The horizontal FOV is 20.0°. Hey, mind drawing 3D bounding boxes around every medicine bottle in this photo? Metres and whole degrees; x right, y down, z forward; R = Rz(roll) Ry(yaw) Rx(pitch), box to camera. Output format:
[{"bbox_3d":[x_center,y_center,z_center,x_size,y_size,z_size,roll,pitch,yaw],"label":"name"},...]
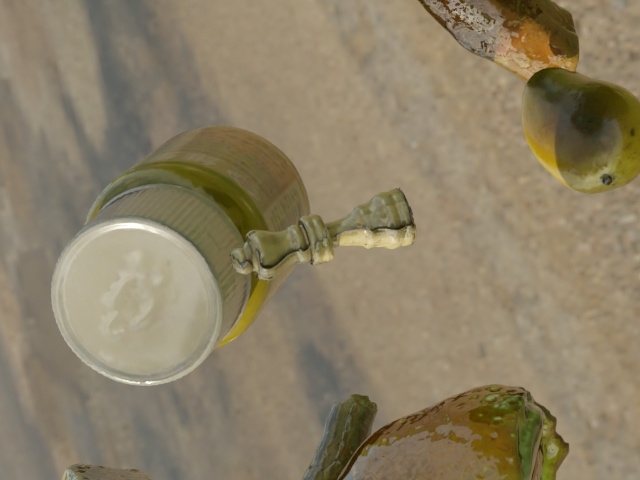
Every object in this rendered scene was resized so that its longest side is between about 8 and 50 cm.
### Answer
[{"bbox_3d":[-0.152,0.013,2.027,0.384,0.224,0.224,-56,-43,-71],"label":"medicine bottle"}]

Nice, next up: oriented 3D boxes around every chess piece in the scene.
[{"bbox_3d":[0.000,-0.001,1.680,0.060,0.172,0.060,164,90,-79],"label":"chess piece"}]

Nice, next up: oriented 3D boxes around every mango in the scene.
[{"bbox_3d":[0.241,-0.105,1.669,0.103,0.076,0.161,-51,44,9],"label":"mango"}]

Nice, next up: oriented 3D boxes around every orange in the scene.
[{"bbox_3d":[0.081,0.263,1.340,0.263,0.196,0.335,-87,15,-49],"label":"orange"}]

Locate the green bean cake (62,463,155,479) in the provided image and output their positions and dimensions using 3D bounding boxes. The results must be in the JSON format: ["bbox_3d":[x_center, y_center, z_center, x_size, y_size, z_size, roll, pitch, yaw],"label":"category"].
[{"bbox_3d":[-0.187,0.260,1.597,0.179,0.085,0.109,174,104,-78],"label":"green bean cake"}]

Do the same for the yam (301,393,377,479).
[{"bbox_3d":[-0.006,0.334,2.240,0.317,0.067,0.071,-67,12,-22],"label":"yam"}]

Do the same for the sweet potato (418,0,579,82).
[{"bbox_3d":[0.161,-0.233,1.768,0.251,0.097,0.097,36,171,-19],"label":"sweet potato"}]
